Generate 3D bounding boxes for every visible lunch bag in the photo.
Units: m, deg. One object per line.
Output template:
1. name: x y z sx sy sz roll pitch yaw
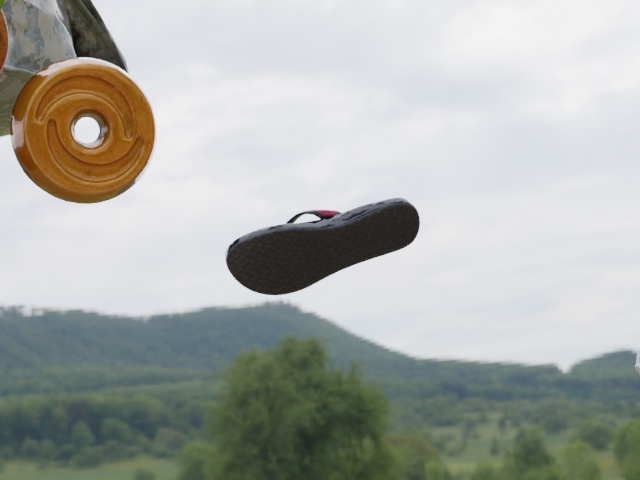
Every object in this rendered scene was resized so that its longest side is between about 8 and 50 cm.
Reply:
1. lunch bag: -0.363 -0.184 1.208 0.235 0.169 0.287 -15 -12 18

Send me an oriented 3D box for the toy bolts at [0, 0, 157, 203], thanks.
1. toy bolts: -0.251 -0.061 0.843 0.218 0.229 0.158 28 -7 -19

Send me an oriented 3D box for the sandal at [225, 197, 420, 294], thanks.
1. sandal: 0.000 0.000 1.032 0.179 0.067 0.040 -15 36 -18

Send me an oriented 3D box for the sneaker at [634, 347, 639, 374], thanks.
1. sneaker: 0.356 0.058 1.001 0.214 0.084 0.083 -27 -48 -16
